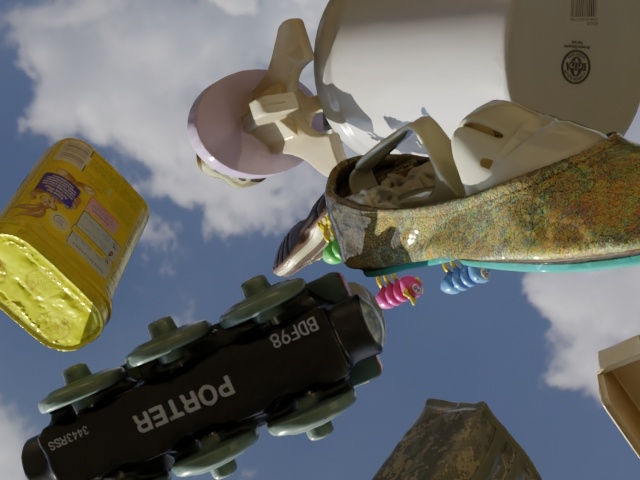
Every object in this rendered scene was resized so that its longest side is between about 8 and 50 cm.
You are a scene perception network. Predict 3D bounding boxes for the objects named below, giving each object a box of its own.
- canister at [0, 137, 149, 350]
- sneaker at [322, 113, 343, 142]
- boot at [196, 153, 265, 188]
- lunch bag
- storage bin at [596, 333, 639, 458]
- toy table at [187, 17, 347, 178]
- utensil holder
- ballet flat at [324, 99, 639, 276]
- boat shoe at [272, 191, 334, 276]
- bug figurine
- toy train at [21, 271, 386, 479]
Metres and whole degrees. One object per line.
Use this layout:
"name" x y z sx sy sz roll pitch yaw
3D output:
"canister" -0.224 -0.003 0.795 0.126 0.073 0.170 49 -154 -24
"sneaker" 0.037 -0.297 1.677 0.135 0.276 0.097 -16 -131 -43
"boot" -0.118 -0.158 1.742 0.165 0.213 0.077 -10 -101 27
"lunch bag" 0.221 0.418 1.327 0.235 0.169 0.287 -48 -70 -27
"storage bin" 0.621 0.253 1.440 0.260 0.262 0.123 51 -153 -20
"toy table" -0.054 -0.201 1.408 0.274 0.160 0.252 -35 -77 -44
"utensil holder" 0.231 -0.264 1.323 0.327 0.328 0.385 -30 -155 -29
"ballet flat" 0.106 -0.037 0.621 0.123 0.348 0.123 2 -94 -29
"boat shoe" -0.001 0.006 1.661 0.095 0.257 0.095 25 -127 -16
"bug figurine" 0.122 0.018 1.364 0.279 0.216 0.072 40 -138 -19
"toy train" -0.094 0.126 0.786 0.333 0.190 0.142 -26 -91 11
